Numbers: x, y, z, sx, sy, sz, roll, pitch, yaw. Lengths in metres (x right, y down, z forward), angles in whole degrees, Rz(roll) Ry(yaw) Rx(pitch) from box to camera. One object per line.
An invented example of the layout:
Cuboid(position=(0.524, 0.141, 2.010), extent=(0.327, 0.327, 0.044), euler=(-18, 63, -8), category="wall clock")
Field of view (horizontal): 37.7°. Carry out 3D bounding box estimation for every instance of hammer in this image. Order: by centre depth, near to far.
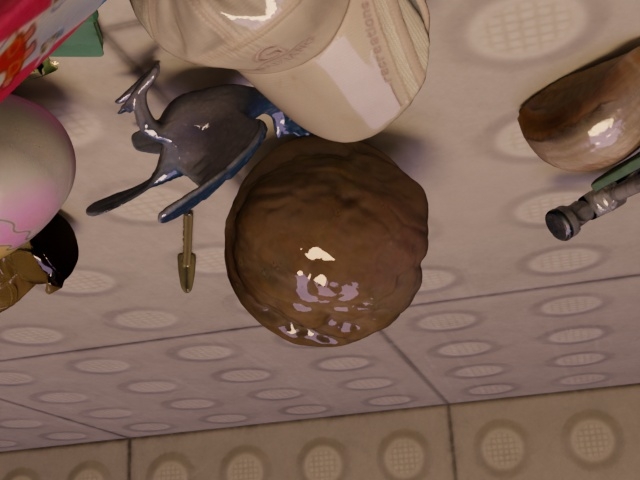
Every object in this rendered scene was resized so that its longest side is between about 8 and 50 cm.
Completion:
Cuboid(position=(0.393, -0.080, 1.011), extent=(0.152, 0.044, 0.427), euler=(-29, 177, -14), category="hammer")
Cuboid(position=(-0.193, 0.014, 1.346), extent=(0.028, 0.060, 0.195), euler=(0, 155, -8), category="hammer")

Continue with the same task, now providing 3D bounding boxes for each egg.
Cuboid(position=(-0.376, -0.055, 0.935), extent=(0.271, 0.196, 0.196), euler=(-1, 160, 10), category="egg")

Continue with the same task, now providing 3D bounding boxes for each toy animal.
Cuboid(position=(-0.114, -0.099, 0.921), extent=(0.176, 0.239, 0.255), euler=(37, 98, -20), category="toy animal")

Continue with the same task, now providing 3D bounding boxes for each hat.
Cuboid(position=(-0.038, -0.157, 0.752), extent=(0.219, 0.164, 0.226), euler=(-20, 109, 35), category="hat")

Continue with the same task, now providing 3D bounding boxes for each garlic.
Cuboid(position=(0.286, -0.128, 0.972), extent=(0.087, 0.101, 0.195), euler=(12, 154, -31), category="garlic")

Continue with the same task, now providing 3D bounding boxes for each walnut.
Cuboid(position=(0.001, -0.002, 1.085), extent=(0.248, 0.248, 0.248), euler=(-3, 159, -1), category="walnut")

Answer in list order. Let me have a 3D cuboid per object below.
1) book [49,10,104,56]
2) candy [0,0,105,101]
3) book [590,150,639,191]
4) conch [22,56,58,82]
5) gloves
Cuboid(position=(-0.246, -0.203, 0.816), extent=(0.103, 0.017, 0.135), euler=(0, 158, -1), category="book")
Cuboid(position=(-0.263, -0.135, 0.553), extent=(0.157, 0.306, 0.100), euler=(37, 154, -1), category="candy")
Cuboid(position=(0.425, -0.142, 0.930), extent=(0.215, 0.025, 0.283), euler=(-28, 176, -32), category="book")
Cuboid(position=(-0.333, -0.156, 0.732), extent=(0.251, 0.137, 0.143), euler=(13, 157, -19), category="conch")
Cuboid(position=(-0.481, 0.050, 1.275), extent=(0.331, 0.141, 0.154), euler=(-22, 179, 20), category="gloves")
